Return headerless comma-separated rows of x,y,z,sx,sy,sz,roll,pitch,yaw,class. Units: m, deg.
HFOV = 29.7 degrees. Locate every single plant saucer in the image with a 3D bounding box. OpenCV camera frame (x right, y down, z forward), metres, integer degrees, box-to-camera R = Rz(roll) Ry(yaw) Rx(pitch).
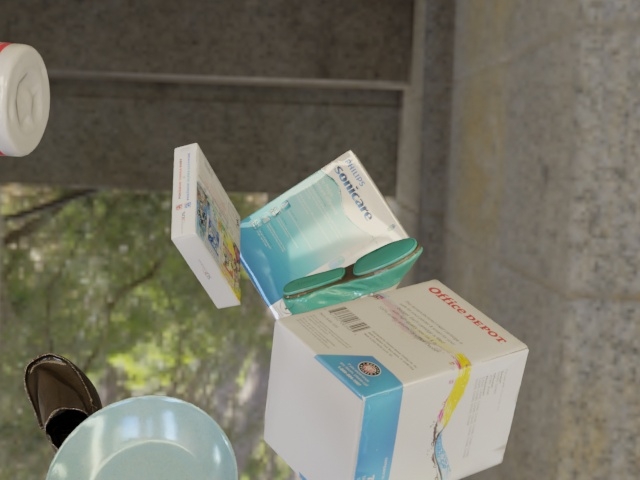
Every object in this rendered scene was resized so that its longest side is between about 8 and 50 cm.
-0.172,0.247,1.175,0.195,0.195,0.037,3,150,12,plant saucer

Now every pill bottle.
-0.603,-0.229,1.886,0.319,0.176,0.176,6,-175,11,pill bottle

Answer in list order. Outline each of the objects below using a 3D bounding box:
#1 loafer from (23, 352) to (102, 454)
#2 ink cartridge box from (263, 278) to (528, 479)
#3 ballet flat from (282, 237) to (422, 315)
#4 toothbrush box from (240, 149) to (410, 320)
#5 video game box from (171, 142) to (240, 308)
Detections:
-0.306,0.214,1.478,0.080,0.078,0.220,-32,-123,-11,loafer
0.096,0.200,1.581,0.270,0.197,0.198,-12,-147,-33,ink cartridge box
0.062,0.072,1.918,0.247,0.087,0.083,-21,-157,17,ballet flat
0.000,0.000,2.298,0.296,0.216,0.126,-34,172,5,toothbrush box
-0.181,-0.021,1.940,0.048,0.187,0.205,-14,141,10,video game box
